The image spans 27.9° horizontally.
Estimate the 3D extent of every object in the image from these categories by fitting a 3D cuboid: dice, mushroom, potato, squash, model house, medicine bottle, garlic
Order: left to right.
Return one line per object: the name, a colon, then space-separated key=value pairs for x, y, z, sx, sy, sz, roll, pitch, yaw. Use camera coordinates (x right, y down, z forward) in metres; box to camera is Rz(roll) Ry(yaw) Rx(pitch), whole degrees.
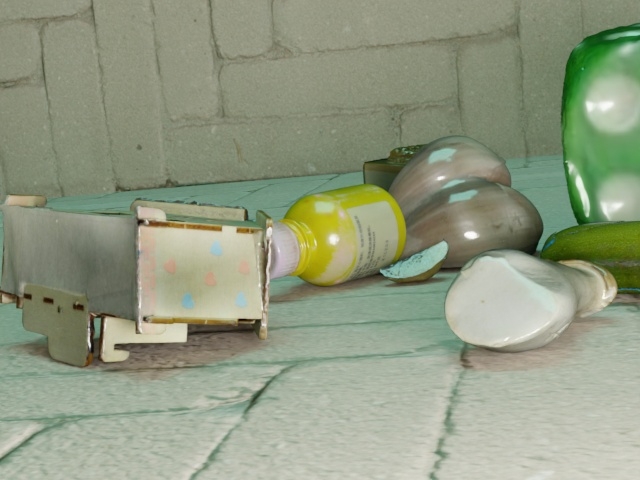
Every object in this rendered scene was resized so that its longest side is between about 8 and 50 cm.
model house: x=-0.174 y=0.039 z=1.392 sx=0.244 sy=0.169 sz=0.326 roll=-2 pitch=5 yaw=-40
medicine bottle: x=0.000 y=0.000 z=1.640 sx=0.121 sy=0.122 sz=0.212 roll=1 pitch=10 yaw=45
potato: x=0.125 y=0.038 z=1.615 sx=0.093 sy=0.036 sz=0.037 roll=-24 pitch=47 yaw=-7
garlic: x=0.183 y=-0.027 z=1.777 sx=0.292 sy=0.210 sz=0.237 roll=-12 pitch=-25 yaw=-17
mushroom: x=0.197 y=0.057 z=1.210 sx=0.116 sy=0.093 sz=0.225 roll=15 pitch=7 yaw=27
squash: x=0.362 y=0.022 z=1.340 sx=0.087 sy=0.087 sz=0.331 roll=-12 pitch=11 yaw=-40
dice: x=0.476 y=-0.129 z=1.609 sx=0.300 sy=0.297 sz=0.287 roll=-1 pitch=12 yaw=31

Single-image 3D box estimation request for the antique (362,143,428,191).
antique: x=0.166 y=-0.076 z=2.022 sx=0.146 sy=0.148 sz=0.152 roll=-13 pitch=12 yaw=-33
